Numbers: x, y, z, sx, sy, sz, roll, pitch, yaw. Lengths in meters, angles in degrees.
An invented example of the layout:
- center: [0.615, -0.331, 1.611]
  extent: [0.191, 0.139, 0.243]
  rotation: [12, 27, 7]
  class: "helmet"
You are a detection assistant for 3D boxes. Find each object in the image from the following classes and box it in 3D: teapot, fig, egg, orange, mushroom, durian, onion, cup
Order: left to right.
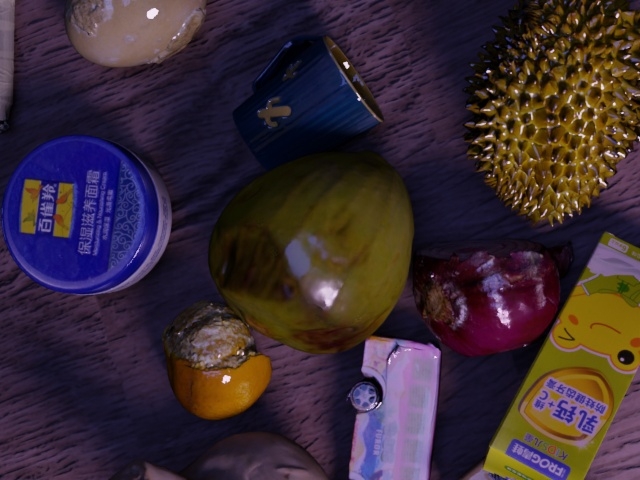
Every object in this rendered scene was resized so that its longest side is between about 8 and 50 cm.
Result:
- center: [-0.473, -0.244, 1.727]
  extent: [0.107, 0.077, 0.200]
  rotation: [-1, 85, 15]
  class: "teapot"
- center: [-0.237, -0.306, 1.644]
  extent: [0.201, 0.164, 0.164]
  rotation: [-32, 80, 8]
  class: "egg"
- center: [-0.128, 0.364, 1.490]
  extent: [0.293, 0.290, 0.292]
  rotation: [-16, 65, 39]
  class: "mushroom"
- center: [-0.129, 0.148, 1.597]
  extent: [0.134, 0.156, 0.156]
  rotation: [-6, 83, -28]
  class: "orange"
- center: [-0.026, -0.177, 1.619]
  extent: [0.155, 0.131, 0.176]
  rotation: [-35, 51, 10]
  class: "cup"
- center: [0.000, 0.000, 1.543]
  extent: [0.239, 0.239, 0.271]
  rotation: [30, 66, 12]
  class: "fig"
- center: [0.225, 0.059, 1.536]
  extent: [0.218, 0.195, 0.139]
  rotation: [-11, 91, -30]
  class: "onion"
- center: [0.280, -0.163, 1.493]
  extent: [0.258, 0.258, 0.292]
  rotation: [27, 96, 12]
  class: "durian"

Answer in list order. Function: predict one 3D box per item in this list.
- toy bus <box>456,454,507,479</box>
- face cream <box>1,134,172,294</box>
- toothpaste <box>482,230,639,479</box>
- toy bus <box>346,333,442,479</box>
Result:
- center: [0.281, 0.370, 1.501]
  extent: [0.157, 0.139, 0.289]
  rotation: [-42, 76, 0]
  class: "toy bus"
- center: [-0.301, -0.031, 1.658]
  extent: [0.206, 0.111, 0.205]
  rotation: [-1, 85, 12]
  class: "face cream"
- center: [0.309, 0.146, 1.476]
  extent: [0.110, 0.077, 0.327]
  rotation: [27, 65, 13]
  class: "toothpaste"
- center: [0.084, 0.255, 1.573]
  extent: [0.112, 0.090, 0.274]
  rotation: [6, 88, 6]
  class: "toy bus"
